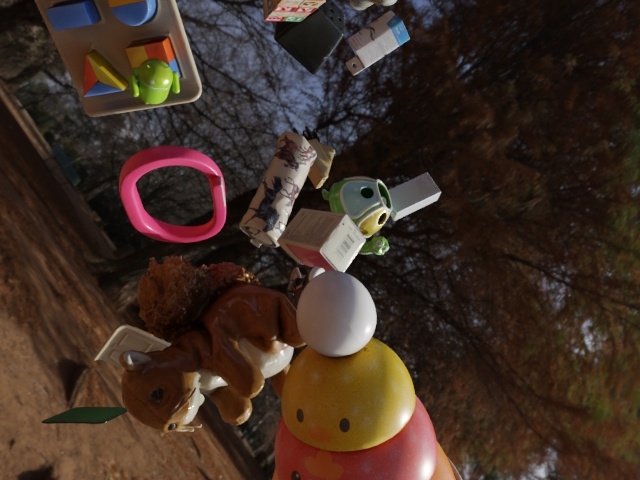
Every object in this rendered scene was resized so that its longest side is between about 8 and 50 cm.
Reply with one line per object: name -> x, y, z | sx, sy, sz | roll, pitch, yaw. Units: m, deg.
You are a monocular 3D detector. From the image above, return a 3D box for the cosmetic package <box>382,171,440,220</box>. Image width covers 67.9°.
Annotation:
cosmetic package -> 0.391, -0.190, 2.059 | 0.117, 0.231, 0.085 | 61, -11, 22

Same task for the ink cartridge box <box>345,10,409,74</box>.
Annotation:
ink cartridge box -> 0.144, -0.549, 1.321 | 0.060, 0.180, 0.104 | 50, 15, -39

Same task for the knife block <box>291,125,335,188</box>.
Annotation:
knife block -> -0.064, -0.407, 2.230 | 0.242, 0.276, 0.088 | 23, -36, -11

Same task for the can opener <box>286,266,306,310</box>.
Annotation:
can opener -> -0.037, 0.191, 1.468 | 0.076, 0.095, 0.283 | -65, -149, 27

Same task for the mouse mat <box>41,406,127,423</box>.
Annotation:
mouse mat -> -0.642, 0.485, 1.321 | 0.152, 0.189, 0.007 | 25, 64, -80

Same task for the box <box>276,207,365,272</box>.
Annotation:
box -> 0.000, 0.000, 1.502 | 0.232, 0.149, 0.127 | 12, -30, 51

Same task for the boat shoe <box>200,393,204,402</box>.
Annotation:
boat shoe -> -0.561, 0.624, 1.912 | 0.096, 0.116, 0.324 | 44, -15, 21

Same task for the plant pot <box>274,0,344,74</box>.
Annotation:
plant pot -> -0.024, -0.702, 1.561 | 0.167, 0.188, 0.187 | -26, -42, 36

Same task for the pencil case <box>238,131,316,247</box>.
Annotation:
pencil case -> -0.152, -0.177, 1.718 | 0.159, 0.411, 0.183 | 22, -14, 0

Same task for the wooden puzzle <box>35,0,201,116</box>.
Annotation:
wooden puzzle -> -0.481, -0.476, 1.112 | 0.081, 0.321, 0.348 | -83, 165, -58

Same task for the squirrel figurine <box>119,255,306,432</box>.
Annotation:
squirrel figurine -> -0.271, 0.226, 1.061 | 0.397, 0.370, 0.281 | 55, -32, 26

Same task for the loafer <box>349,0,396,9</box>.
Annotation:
loafer -> 0.135, -0.743, 1.413 | 0.319, 0.112, 0.112 | -120, -159, -46

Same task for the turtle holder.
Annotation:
turtle holder -> 0.158, -0.112, 1.883 | 0.227, 0.320, 0.243 | -23, -47, 26

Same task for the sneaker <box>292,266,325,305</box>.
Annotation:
sneaker -> -0.033, 0.097, 0.954 | 0.064, 0.061, 0.158 | 33, -35, 15

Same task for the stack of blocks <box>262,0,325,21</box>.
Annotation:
stack of blocks -> -0.063, -0.613, 0.945 | 0.171, 0.087, 0.297 | -149, -125, -68

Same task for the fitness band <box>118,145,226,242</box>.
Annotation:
fitness band -> -0.308, -0.089, 1.012 | 0.291, 0.208, 0.054 | 103, -18, -57

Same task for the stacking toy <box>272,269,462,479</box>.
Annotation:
stacking toy -> 0.039, 0.270, 0.757 | 0.350, 0.350, 0.480 | 18, -56, 54

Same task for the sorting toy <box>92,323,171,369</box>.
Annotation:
sorting toy -> -0.453, 0.291, 1.224 | 0.208, 0.038, 0.193 | 28, -50, -24

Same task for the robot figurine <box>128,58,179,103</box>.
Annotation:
robot figurine -> -0.345, -0.328, 0.983 | 0.115, 0.101, 0.067 | -31, -105, 58
